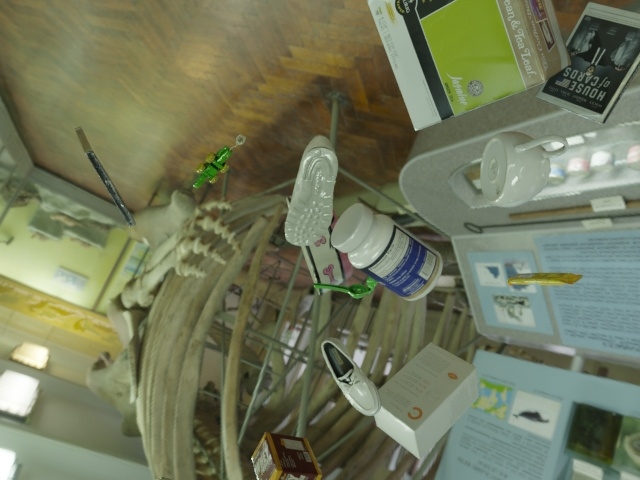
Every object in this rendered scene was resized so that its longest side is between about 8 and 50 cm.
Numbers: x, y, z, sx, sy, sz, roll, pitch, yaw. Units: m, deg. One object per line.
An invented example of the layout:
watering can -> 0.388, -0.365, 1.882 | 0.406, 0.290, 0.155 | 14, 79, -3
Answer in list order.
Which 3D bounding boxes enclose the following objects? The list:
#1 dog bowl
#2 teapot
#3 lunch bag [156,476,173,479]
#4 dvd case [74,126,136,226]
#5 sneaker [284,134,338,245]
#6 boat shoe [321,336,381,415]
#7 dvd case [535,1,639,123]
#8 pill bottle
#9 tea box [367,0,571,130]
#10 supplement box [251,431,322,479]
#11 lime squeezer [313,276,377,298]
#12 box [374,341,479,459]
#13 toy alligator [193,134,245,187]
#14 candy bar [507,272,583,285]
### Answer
dog bowl -> 0.000, 0.000, 1.894 | 0.150, 0.408, 0.408 | -18, 165, -4
teapot -> 0.628, -0.223, 1.522 | 0.187, 0.252, 0.256 | 0, -158, -3
lunch bag -> -0.242, 0.559, 0.810 | 0.169, 0.235, 0.287 | 7, 140, 23
dvd case -> -0.436, -0.133, 0.986 | 0.221, 0.018, 0.164 | 37, 153, 52
sneaker -> -0.017, -0.095, 0.988 | 0.090, 0.235, 0.095 | 10, -148, -15
boat shoe -> 0.080, 0.402, 1.431 | 0.258, 0.095, 0.084 | 51, -174, 17
dvd case -> 0.652, -0.420, 1.154 | 0.029, 0.239, 0.179 | 2, -151, -47
pill bottle -> 0.165, 0.028, 1.226 | 0.264, 0.153, 0.153 | 34, 163, -21
tea box -> 0.339, -0.478, 1.120 | 0.323, 0.220, 0.329 | -11, 107, 45
supplement box -> -0.131, 0.854, 1.847 | 0.194, 0.129, 0.191 | 21, -166, -28
lime squeezer -> 0.136, 0.124, 1.570 | 0.310, 0.059, 0.110 | -26, 97, 26
box -> 0.384, 0.572, 1.780 | 0.215, 0.345, 0.168 | 25, 140, 47
toy alligator -> -0.264, -0.211, 1.262 | 0.056, 0.189, 0.051 | 37, -164, -36
candy bar -> 0.438, 0.077, 0.969 | 0.018, 0.040, 0.161 | 66, 156, -6
